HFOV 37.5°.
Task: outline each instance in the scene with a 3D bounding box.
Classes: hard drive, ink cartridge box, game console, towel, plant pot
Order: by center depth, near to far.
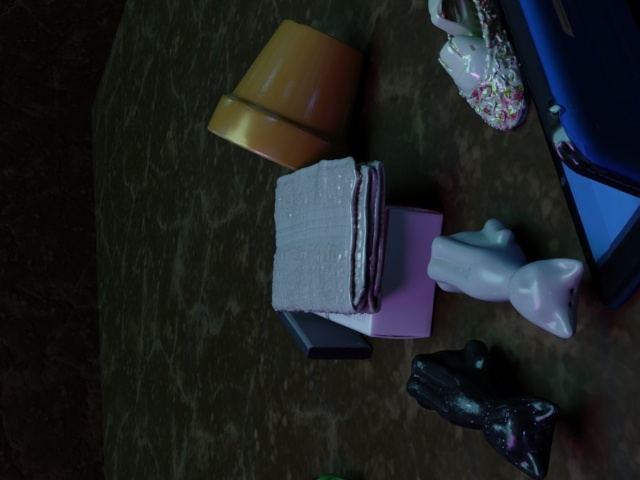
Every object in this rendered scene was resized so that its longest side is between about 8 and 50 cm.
[{"bbox_3d":[0.192,-0.117,0.795,0.173,0.250,0.293,-39,49,40],"label":"game console"},{"bbox_3d":[0.000,0.000,1.175,0.282,0.049,0.187,170,104,-66],"label":"towel"},{"bbox_3d":[0.059,0.029,1.209,0.218,0.092,0.158,13,97,64],"label":"ink cartridge box"},{"bbox_3d":[0.003,0.125,1.314,0.135,0.094,0.022,-131,49,-58],"label":"hard drive"},{"bbox_3d":[-0.032,-0.204,1.351,0.188,0.205,0.205,-66,27,6],"label":"plant pot"}]

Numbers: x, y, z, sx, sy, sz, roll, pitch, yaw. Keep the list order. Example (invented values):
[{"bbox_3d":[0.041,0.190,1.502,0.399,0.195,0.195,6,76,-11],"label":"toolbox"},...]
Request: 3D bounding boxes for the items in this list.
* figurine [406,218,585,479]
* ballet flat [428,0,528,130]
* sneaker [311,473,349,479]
[{"bbox_3d":[0.178,0.096,0.913,0.209,0.092,0.215,-150,67,-69],"label":"figurine"},{"bbox_3d":[0.161,-0.225,1.042,0.091,0.077,0.241,128,139,-50],"label":"ballet flat"},{"bbox_3d":[0.012,0.458,1.192,0.146,0.134,0.343,119,147,-42],"label":"sneaker"}]
